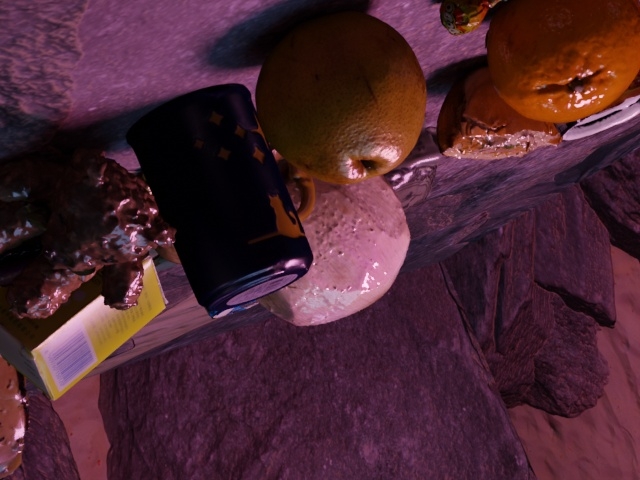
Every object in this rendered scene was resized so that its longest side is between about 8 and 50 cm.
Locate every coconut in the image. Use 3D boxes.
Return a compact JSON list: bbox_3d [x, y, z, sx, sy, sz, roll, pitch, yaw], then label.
[{"bbox_3d":[0.000,0.000,1.946,0.297,0.255,0.297,-36,-167,10],"label":"coconut"}]

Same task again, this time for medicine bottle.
[{"bbox_3d":[-0.377,0.103,1.871,0.250,0.137,0.141,-40,143,-27],"label":"medicine bottle"}]

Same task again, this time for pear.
[{"bbox_3d":[0.028,-0.167,1.465,0.208,0.209,0.209,-22,171,-4],"label":"pear"}]

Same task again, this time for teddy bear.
[{"bbox_3d":[-0.324,0.002,1.522,0.296,0.246,0.222,-35,-165,13],"label":"teddy bear"}]

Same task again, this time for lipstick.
[{"bbox_3d":[-0.348,-0.001,1.803,0.299,0.081,0.081,-15,171,0],"label":"lipstick"}]

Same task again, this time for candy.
[{"bbox_3d":[0.242,-0.325,1.575,0.201,0.060,0.060,-28,173,-18],"label":"candy"}]

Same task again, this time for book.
[{"bbox_3d":[-0.286,0.030,2.425,0.135,0.017,0.103,-27,172,32],"label":"book"}]

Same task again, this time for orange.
[{"bbox_3d":[0.336,-0.263,1.663,0.219,0.193,0.219,4,154,2],"label":"orange"}]

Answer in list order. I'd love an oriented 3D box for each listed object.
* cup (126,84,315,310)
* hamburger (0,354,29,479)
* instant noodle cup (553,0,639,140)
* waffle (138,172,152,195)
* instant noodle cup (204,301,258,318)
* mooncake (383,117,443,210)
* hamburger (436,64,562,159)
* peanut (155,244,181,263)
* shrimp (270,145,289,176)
[{"bbox_3d":[-0.091,-0.063,1.601,0.255,0.256,0.178,-20,171,-24],"label":"cup"},{"bbox_3d":[-0.634,0.253,1.959,0.276,0.318,0.195,-10,175,-31],"label":"hamburger"},{"bbox_3d":[0.414,-0.271,1.856,0.230,0.182,0.230,-21,171,-3],"label":"instant noodle cup"},{"bbox_3d":[-0.189,-0.102,1.799,0.192,0.046,0.160,-27,170,35],"label":"waffle"},{"bbox_3d":[-0.154,0.032,2.252,0.240,0.178,0.240,-22,172,-3],"label":"instant noodle cup"},{"bbox_3d":[0.102,-0.107,2.201,0.254,0.136,0.250,-22,167,-7],"label":"mooncake"},{"bbox_3d":[0.295,-0.215,1.984,0.144,0.157,0.283,-5,178,36],"label":"hamburger"},{"bbox_3d":[-0.209,-0.021,2.003,0.137,0.122,0.253,-29,165,17],"label":"peanut"},{"bbox_3d":[-0.108,-0.094,1.826,0.287,0.063,0.152,-40,-179,3],"label":"shrimp"}]
